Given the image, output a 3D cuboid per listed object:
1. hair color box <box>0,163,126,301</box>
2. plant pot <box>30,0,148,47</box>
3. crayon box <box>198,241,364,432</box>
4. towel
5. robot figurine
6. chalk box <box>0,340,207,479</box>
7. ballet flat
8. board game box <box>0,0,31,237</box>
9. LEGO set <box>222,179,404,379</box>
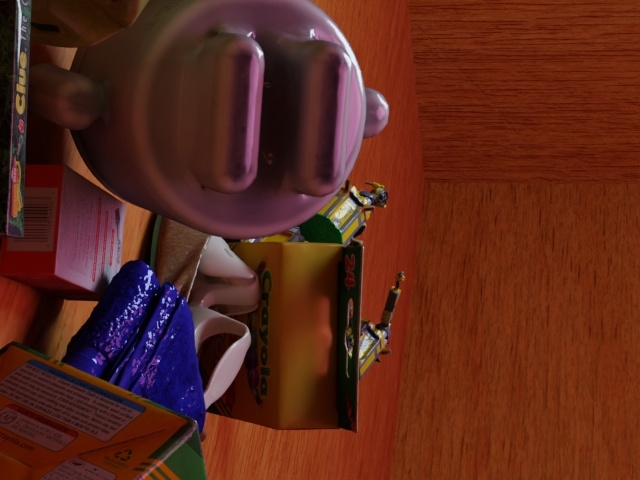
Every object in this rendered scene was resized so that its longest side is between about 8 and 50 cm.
[{"bbox_3d":[-0.216,-0.003,1.276,0.167,0.053,0.093,43,49,-75],"label":"hair color box"},{"bbox_3d":[-0.167,-0.285,1.049,0.276,0.276,0.254,76,30,-56],"label":"plant pot"},{"bbox_3d":[-0.054,0.101,1.676,0.318,0.081,0.202,176,-84,-65],"label":"crayon box"},{"bbox_3d":[-0.181,0.196,1.263,0.308,0.076,0.228,-62,152,-44],"label":"towel"},{"bbox_3d":[-0.093,-0.112,1.247,0.353,0.300,0.200,-162,-102,-64],"label":"robot figurine"},{"bbox_3d":[-0.179,0.249,0.994,0.179,0.180,0.289,-39,135,-40],"label":"chalk box"},{"bbox_3d":[-0.130,0.082,1.565,0.342,0.124,0.116,-79,165,-45],"label":"ballet flat"},{"bbox_3d":[-0.239,-0.132,0.899,0.030,0.136,0.260,24,67,-80],"label":"board game box"},{"bbox_3d":[0.000,0.000,1.917,0.192,0.255,0.331,-49,136,-39],"label":"LEGO set"}]
